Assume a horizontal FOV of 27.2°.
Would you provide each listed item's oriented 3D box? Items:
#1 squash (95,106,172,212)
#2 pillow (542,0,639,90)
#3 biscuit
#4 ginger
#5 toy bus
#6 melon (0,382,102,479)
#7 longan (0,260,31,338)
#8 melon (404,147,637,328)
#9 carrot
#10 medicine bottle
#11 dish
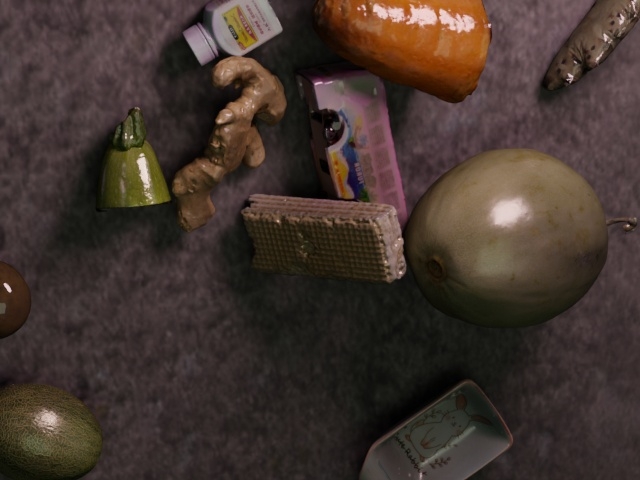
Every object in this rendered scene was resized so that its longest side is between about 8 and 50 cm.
[{"bbox_3d":[-0.254,-0.109,1.750,0.105,0.105,0.132,-7,98,-13],"label":"squash"},{"bbox_3d":[0.400,-0.299,1.844,0.051,0.093,0.241,34,99,-29],"label":"pillow"},{"bbox_3d":[0.000,0.000,1.797,0.062,0.238,0.108,-43,130,-47],"label":"biscuit"},{"bbox_3d":[-0.118,-0.125,1.769,0.149,0.065,0.259,-9,127,-44],"label":"ginger"},{"bbox_3d":[0.043,-0.112,1.823,0.112,0.090,0.274,-19,115,-14],"label":"toy bus"},{"bbox_3d":[-0.393,0.266,1.826,0.192,0.139,0.139,21,105,-25],"label":"melon"},{"bbox_3d":[-0.440,0.077,1.765,0.113,0.092,0.113,9,110,28],"label":"longan"},{"bbox_3d":[0.258,-0.003,1.830,0.308,0.272,0.272,16,110,-56],"label":"melon"},{"bbox_3d":[0.094,-0.268,1.711,0.225,0.159,0.159,3,111,-31],"label":"carrot"},{"bbox_3d":[-0.118,-0.279,1.728,0.118,0.055,0.074,-30,118,-2],"label":"medicine bottle"},{"bbox_3d":[0.164,0.314,2.043,0.234,0.064,0.154,-35,116,-1],"label":"dish"}]
